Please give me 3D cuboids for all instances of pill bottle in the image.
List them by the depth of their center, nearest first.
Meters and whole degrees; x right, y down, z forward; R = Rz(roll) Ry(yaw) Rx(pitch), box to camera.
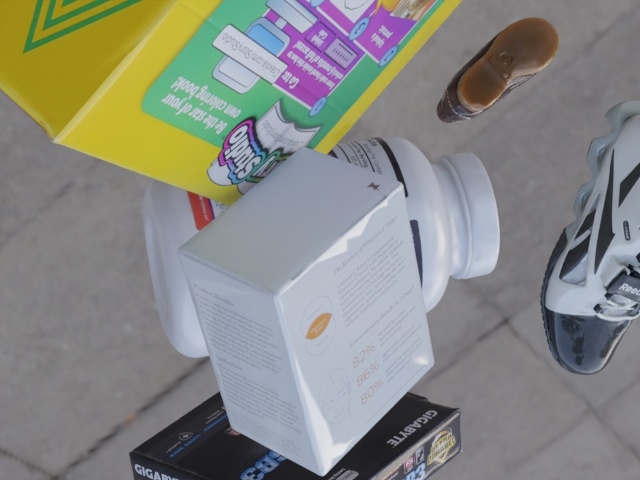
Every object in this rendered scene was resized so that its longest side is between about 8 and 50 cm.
[{"bbox_3d":[0.000,0.000,1.479,0.323,0.181,0.181,-9,138,-13],"label":"pill bottle"}]

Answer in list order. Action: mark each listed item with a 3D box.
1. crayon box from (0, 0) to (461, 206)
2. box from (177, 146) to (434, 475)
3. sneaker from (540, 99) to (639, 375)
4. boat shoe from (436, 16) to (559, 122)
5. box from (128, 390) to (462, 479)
[{"bbox_3d":[-0.021,-0.177,0.952,0.313,0.106,0.363,-48,164,6],"label":"crayon box"},{"bbox_3d":[-0.005,0.047,1.038,0.130,0.091,0.170,-41,136,-31],"label":"box"},{"bbox_3d":[0.352,0.019,1.743,0.122,0.146,0.330,-2,113,-33],"label":"sneaker"},{"bbox_3d":[0.224,-0.218,1.966,0.207,0.073,0.073,-36,180,-33],"label":"boat shoe"},{"bbox_3d":[-0.027,0.256,1.870,0.295,0.293,0.073,-30,123,-43],"label":"box"}]
